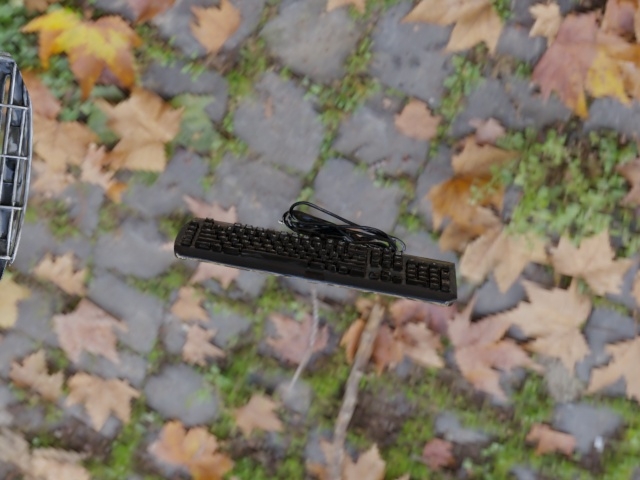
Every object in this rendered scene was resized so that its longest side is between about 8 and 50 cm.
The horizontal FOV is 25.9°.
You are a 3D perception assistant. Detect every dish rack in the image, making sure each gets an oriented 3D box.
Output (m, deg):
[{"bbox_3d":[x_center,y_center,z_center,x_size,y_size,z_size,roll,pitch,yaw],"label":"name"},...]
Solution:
[{"bbox_3d":[-0.345,-0.058,0.991,0.271,0.074,0.208,6,99,-18],"label":"dish rack"}]

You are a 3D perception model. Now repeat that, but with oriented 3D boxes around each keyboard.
[{"bbox_3d":[0.000,0.000,0.956,0.192,0.100,0.038,11,106,-1],"label":"keyboard"}]
